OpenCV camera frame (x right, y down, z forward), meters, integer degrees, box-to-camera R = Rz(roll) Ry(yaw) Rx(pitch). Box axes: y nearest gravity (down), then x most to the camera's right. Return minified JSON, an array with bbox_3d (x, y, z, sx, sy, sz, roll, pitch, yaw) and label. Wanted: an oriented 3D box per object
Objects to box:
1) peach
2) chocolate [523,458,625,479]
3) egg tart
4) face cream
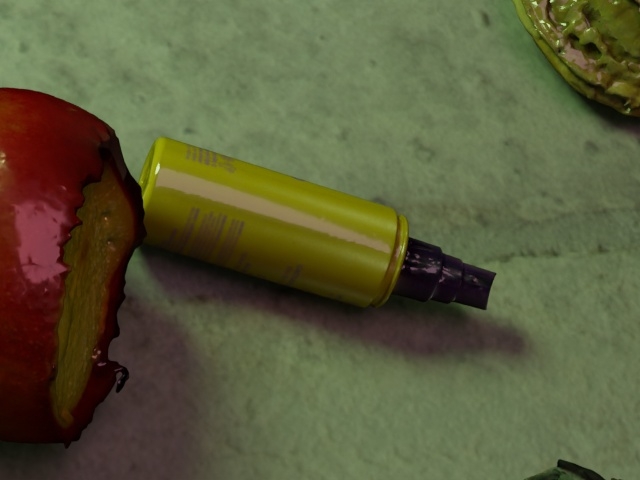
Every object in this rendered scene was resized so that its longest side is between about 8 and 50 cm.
[{"bbox_3d":[-0.191,0.018,1.018,0.196,0.190,0.226,-15,62,-43],"label":"peach"},{"bbox_3d":[0.156,0.256,1.045,0.147,0.221,0.221,-20,70,-9],"label":"chocolate"},{"bbox_3d":[0.274,-0.217,1.391,0.241,0.106,0.241,12,58,-20],"label":"egg tart"},{"bbox_3d":[0.000,0.000,1.170,0.273,0.078,0.078,17,57,-12],"label":"face cream"}]
